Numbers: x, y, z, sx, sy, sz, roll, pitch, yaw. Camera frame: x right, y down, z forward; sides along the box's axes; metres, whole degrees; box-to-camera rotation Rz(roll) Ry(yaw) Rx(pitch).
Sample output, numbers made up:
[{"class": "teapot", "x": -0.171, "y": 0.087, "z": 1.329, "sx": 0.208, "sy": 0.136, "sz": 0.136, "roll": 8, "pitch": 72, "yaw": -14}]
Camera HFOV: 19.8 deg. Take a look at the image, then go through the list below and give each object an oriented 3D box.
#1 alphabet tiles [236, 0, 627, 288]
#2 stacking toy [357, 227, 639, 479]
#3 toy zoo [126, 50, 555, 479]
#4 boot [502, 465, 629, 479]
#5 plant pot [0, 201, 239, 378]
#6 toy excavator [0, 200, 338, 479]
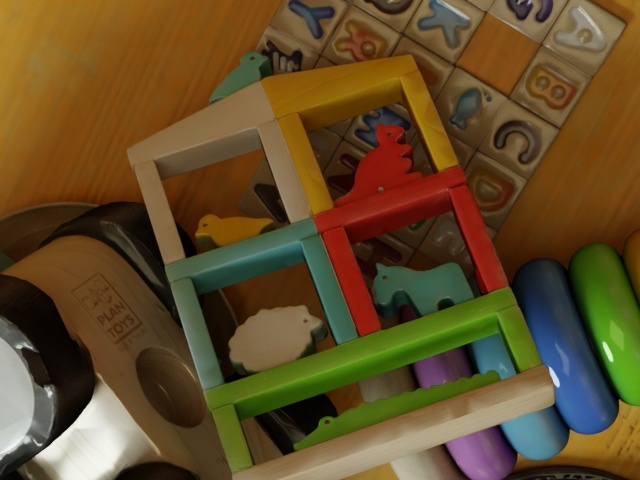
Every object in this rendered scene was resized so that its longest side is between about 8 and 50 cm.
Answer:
[{"class": "alphabet tiles", "x": 0.051, "y": -0.090, "z": 1.188, "sx": 0.198, "sy": 0.009, "sz": 0.237, "roll": 31, "pitch": 106, "yaw": 3}, {"class": "stacking toy", "x": 0.191, "y": 0.049, "z": 1.132, "sx": 0.330, "sy": 0.141, "sz": 0.141, "roll": -22, "pitch": 97, "yaw": 12}, {"class": "toy zoo", "x": 0.000, "y": 0.000, "z": 1.111, "sx": 0.192, "sy": 0.030, "sz": 0.293, "roll": -18, "pitch": 60, "yaw": -3}, {"class": "boot", "x": 0.194, "y": 0.223, "z": 1.115, "sx": 0.263, "sy": 0.229, "sz": 0.091, "roll": 5, "pitch": 104, "yaw": 10}, {"class": "plant pot", "x": -0.160, "y": 0.086, "z": 1.260, "sx": 0.236, "sy": 0.032, "sz": 0.236, "roll": 3, "pitch": 104, "yaw": 12}, {"class": "toy excavator", "x": -0.280, "y": 0.143, "z": 1.188, "sx": 0.445, "sy": 0.222, "sz": 0.433, "roll": -39, "pitch": 92, "yaw": 26}]
